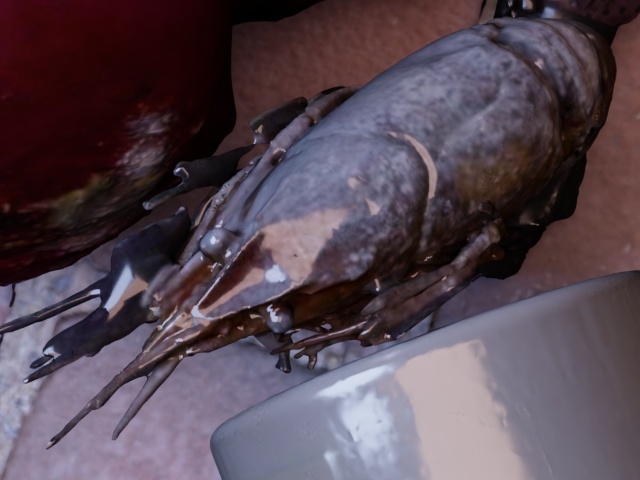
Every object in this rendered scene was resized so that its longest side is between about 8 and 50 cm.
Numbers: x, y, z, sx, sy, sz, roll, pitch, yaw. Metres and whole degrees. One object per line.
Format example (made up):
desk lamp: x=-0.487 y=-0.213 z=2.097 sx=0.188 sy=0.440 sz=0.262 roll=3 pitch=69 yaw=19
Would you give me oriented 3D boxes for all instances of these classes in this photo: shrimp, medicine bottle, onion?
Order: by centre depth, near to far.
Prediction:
shrimp: x=-0.001 y=-0.006 z=0.864 sx=0.343 sy=0.145 sz=0.116 roll=-30 pitch=94 yaw=-25
medicine bottle: x=0.090 y=0.159 z=0.909 sx=0.238 sy=0.238 sz=0.232 roll=-21 pitch=81 yaw=3
onion: x=-0.112 y=-0.182 z=0.942 sx=0.420 sy=0.398 sz=0.398 roll=-8 pitch=82 yaw=-32

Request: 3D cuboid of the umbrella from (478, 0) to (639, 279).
umbrella: x=0.129 y=-0.135 z=0.997 sx=0.094 sy=0.090 sz=0.326 roll=14 pitch=97 yaw=-37
